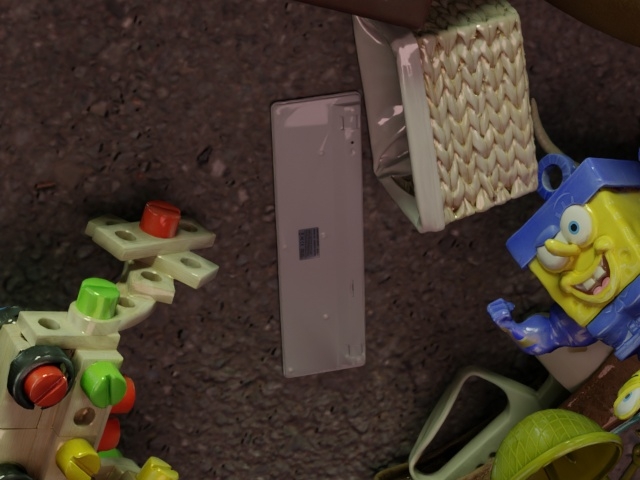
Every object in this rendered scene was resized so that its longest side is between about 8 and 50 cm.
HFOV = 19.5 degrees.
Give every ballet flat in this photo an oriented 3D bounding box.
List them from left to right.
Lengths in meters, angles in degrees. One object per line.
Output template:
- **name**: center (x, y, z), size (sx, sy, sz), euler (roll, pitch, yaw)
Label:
- **ballet flat**: center (0.181, 0.141, 1.593), size (0.342, 0.116, 0.124), euler (-40, 102, 13)

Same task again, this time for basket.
- **basket**: center (0.095, -0.109, 1.413), size (0.103, 0.113, 0.167), euler (-16, 121, -11)

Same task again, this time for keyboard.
- **keyboard**: center (0.000, 0.000, 1.507), size (0.072, 0.014, 0.256), euler (-6, 120, -7)

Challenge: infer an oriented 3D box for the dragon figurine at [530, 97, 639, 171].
- **dragon figurine**: center (0.287, -0.042, 1.517), size (0.289, 0.144, 0.085), euler (22, 114, -4)

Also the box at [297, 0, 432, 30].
- **box**: center (-0.087, -0.285, 1.248), size (0.381, 0.143, 0.191), euler (9, 115, -22)

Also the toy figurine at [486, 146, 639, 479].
- **toy figurine**: center (0.226, 0.036, 1.435), size (0.191, 0.217, 0.362), euler (-11, 150, -45)

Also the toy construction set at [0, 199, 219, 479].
- **toy construction set**: center (-0.167, 0.133, 1.406), size (0.215, 0.151, 0.328), euler (3, 103, -36)

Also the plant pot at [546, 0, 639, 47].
- **plant pot**: center (0.264, -0.224, 1.311), size (0.237, 0.254, 0.237), euler (-6, 119, -11)
